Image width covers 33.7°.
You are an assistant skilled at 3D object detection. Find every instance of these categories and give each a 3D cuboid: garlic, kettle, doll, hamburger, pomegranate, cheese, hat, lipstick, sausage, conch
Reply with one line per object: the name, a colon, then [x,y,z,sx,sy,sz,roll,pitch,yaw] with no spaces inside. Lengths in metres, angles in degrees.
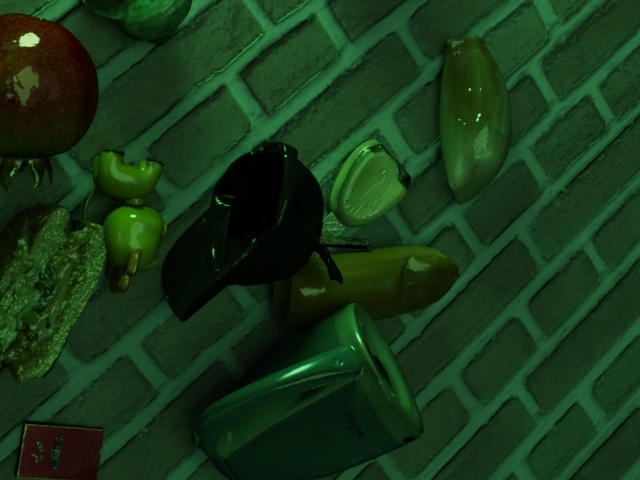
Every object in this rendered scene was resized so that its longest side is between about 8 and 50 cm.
garlic: [0.291,-0.229,1.965,0.143,0.112,0.318,-3,86,-23]
kettle: [-0.046,0.274,1.727,0.342,0.247,0.319,-28,152,8]
doll: [-0.307,-0.026,1.664,0.135,0.143,0.221,8,84,-29]
hamburger: [-0.448,0.072,1.590,0.144,0.156,0.283,27,89,-45]
pomegranate: [-0.434,-0.200,1.535,0.221,0.221,0.256,-1,98,-26]
cheese: [0.048,-0.056,1.879,0.251,0.054,0.127,-47,110,-6]
hat: [-0.095,0.014,1.734,0.209,0.238,0.336,32,96,-34]
lipstick: [0.000,0.000,1.843,0.176,0.027,0.027,4,93,-7]
sausage: [0.086,0.079,1.874,0.354,0.116,0.134,-6,111,-28]
conch: [-0.285,-0.391,1.644,0.176,0.122,0.188,-25,104,-1]

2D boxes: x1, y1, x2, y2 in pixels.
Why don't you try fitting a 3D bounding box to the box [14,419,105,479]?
box: [-0.419,0.341,1.703,0.133,0.023,0.090,11,88,-27]
